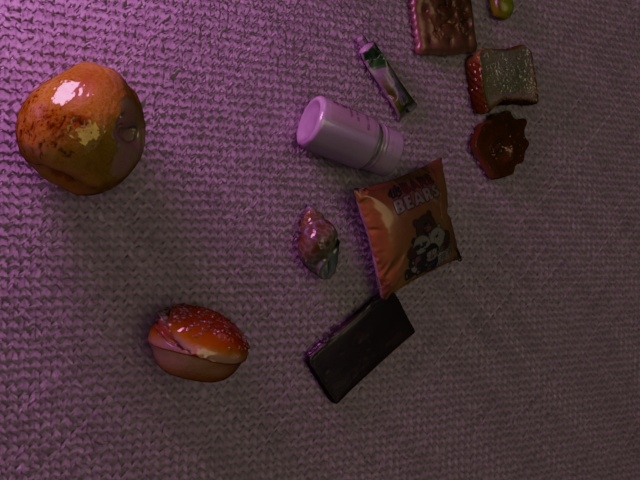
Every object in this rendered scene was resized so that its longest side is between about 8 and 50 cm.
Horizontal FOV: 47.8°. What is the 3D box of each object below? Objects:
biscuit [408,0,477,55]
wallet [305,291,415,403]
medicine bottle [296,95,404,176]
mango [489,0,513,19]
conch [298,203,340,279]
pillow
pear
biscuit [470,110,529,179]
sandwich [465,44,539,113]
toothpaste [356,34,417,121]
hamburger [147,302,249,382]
[{"bbox_3d":[0.334,-0.676,2.001,0.217,0.044,0.324,-10,95,-28],"label":"biscuit"},{"bbox_3d":[0.107,0.273,1.900,0.309,0.042,0.165,-38,108,-21],"label":"wallet"},{"bbox_3d":[0.077,-0.258,1.822,0.252,0.144,0.144,19,82,-23],"label":"medicine bottle"},{"bbox_3d":[0.523,-0.692,2.089,0.073,0.056,0.108,2,78,-31],"label":"mango"},{"bbox_3d":[-0.007,0.014,1.809,0.116,0.106,0.173,-38,127,-41],"label":"conch"},{"bbox_3d":[0.240,-0.035,1.913,0.310,0.119,0.312,-23,107,-28],"label":"pillow"},{"bbox_3d":[-0.482,-0.229,1.482,0.271,0.271,0.271,0,91,-27],"label":"pear"},{"bbox_3d":[0.532,-0.289,2.110,0.215,0.034,0.182,-43,109,-22],"label":"biscuit"},{"bbox_3d":[0.526,-0.466,2.086,0.215,0.065,0.186,-11,96,-27],"label":"sandwich"},{"bbox_3d":[0.171,-0.437,1.922,0.078,0.047,0.248,-43,111,-15],"label":"toothpaste"},{"bbox_3d":[-0.270,0.227,1.617,0.237,0.237,0.147,9,102,-27],"label":"hamburger"}]
